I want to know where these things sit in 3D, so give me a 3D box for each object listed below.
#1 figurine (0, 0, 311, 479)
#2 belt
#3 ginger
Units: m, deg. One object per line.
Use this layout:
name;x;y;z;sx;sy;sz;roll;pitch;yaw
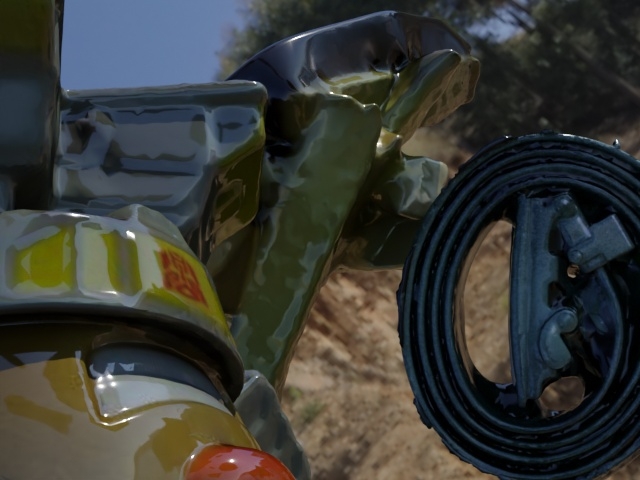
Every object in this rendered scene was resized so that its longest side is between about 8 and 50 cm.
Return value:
figurine;-0.088;0.062;0.379;0.342;0.285;0.167;14;-35;-32
belt;0.158;0.059;0.782;0.116;0.206;0.267;30;-108;-79
ginger;0.000;0.000;0.938;0.413;0.211;0.358;-29;-14;-38
